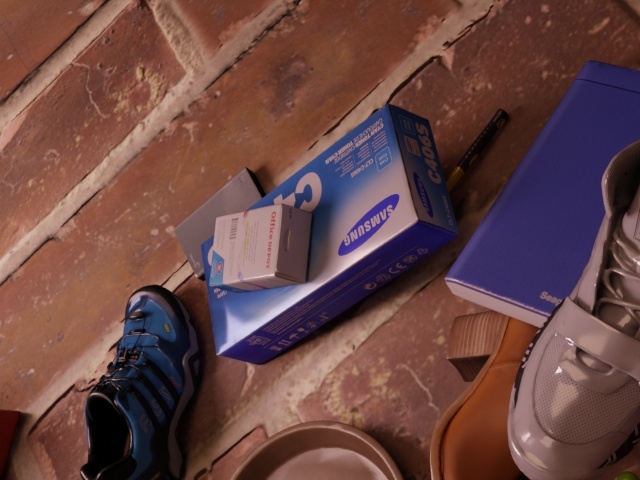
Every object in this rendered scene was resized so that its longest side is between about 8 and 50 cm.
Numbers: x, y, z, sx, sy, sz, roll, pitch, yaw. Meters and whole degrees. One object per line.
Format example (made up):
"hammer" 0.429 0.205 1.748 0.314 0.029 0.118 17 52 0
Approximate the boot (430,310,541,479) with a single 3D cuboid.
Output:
"boot" 0.239 0.196 1.430 0.220 0.109 0.284 -5 58 28

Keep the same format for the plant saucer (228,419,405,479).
"plant saucer" -0.008 0.344 1.560 0.277 0.041 0.278 -15 62 29

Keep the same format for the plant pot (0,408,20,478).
"plant pot" -0.601 0.335 1.850 0.267 0.267 0.236 -1 82 34

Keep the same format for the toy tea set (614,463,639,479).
"toy tea set" 0.188 0.321 1.291 0.336 0.124 0.200 -45 32 -2

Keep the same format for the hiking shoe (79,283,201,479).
"hiking shoe" -0.229 0.187 1.724 0.113 0.132 0.304 -15 61 28

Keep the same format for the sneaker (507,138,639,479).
"sneaker" 0.280 0.045 1.257 0.137 0.210 0.366 28 71 22

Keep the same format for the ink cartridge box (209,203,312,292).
"ink cartridge box" -0.070 0.011 1.614 0.122 0.052 0.089 -10 69 47

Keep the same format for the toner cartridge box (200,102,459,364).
"toner cartridge box" 0.000 0.000 1.639 0.348 0.075 0.165 -36 53 34

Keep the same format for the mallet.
"mallet" 0.158 -0.083 1.626 0.039 0.062 0.190 31 88 41

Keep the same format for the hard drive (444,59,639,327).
"hard drive" 0.302 -0.046 1.472 0.210 0.040 0.319 21 67 37

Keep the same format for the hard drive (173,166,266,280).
"hard drive" -0.127 -0.021 1.821 0.135 0.022 0.094 -40 52 13
